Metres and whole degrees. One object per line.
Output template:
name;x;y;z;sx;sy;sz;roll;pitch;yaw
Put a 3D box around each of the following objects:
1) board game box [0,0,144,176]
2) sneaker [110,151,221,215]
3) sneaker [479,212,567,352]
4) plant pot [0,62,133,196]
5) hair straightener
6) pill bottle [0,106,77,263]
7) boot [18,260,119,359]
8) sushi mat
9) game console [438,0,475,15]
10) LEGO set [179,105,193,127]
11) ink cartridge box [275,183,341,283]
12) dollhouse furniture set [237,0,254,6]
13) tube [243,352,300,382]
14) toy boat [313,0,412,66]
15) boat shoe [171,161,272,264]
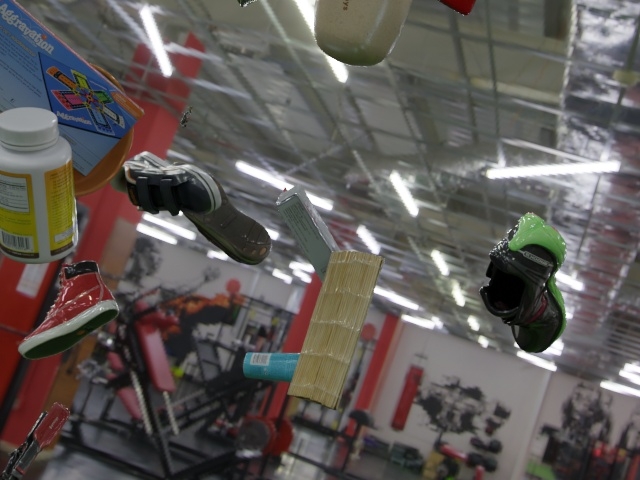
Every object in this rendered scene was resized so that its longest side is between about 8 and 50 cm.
board game box;-0.426;-0.238;1.306;0.281;0.145;0.027;42;9;-27
sneaker;-0.375;-0.118;2.021;0.321;0.127;0.126;19;-49;41
sneaker;0.481;0.127;2.083;0.185;0.202;0.483;49;-14;41
plant pot;-0.591;-0.253;1.871;0.203;0.291;0.291;15;-9;40
hair straightener;-0.546;0.404;1.582;0.089;0.230;0.047;-35;-67;28
pill bottle;-0.423;-0.081;1.252;0.117;0.215;0.117;5;31;-3
boot;-0.609;0.154;1.981;0.176;0.244;0.088;57;-5;24
sushi mat;0.030;0.172;1.699;0.019;0.316;0.151;24;-11;-37
game console;0.227;-0.502;1.583;0.144;0.124;0.085;23;3;-23
LEGO set;-0.380;-0.344;2.378;0.023;0.054;0.083;19;25;-9
ink cartridge box;0.000;0.000;1.918;0.275;0.060;0.239;59;10;-11
dollhouse furniture set;-0.116;-0.639;1.772;0.151;0.197;0.301;61;-7;0
tube;-0.057;0.267;1.784;0.207;0.080;0.052;2;-15;14
toy boat;0.041;-0.470;1.562;0.318;0.267;0.148;26;16;31
boat shoe;-0.287;-0.055;2.249;0.355;0.132;0.130;45;-30;6
